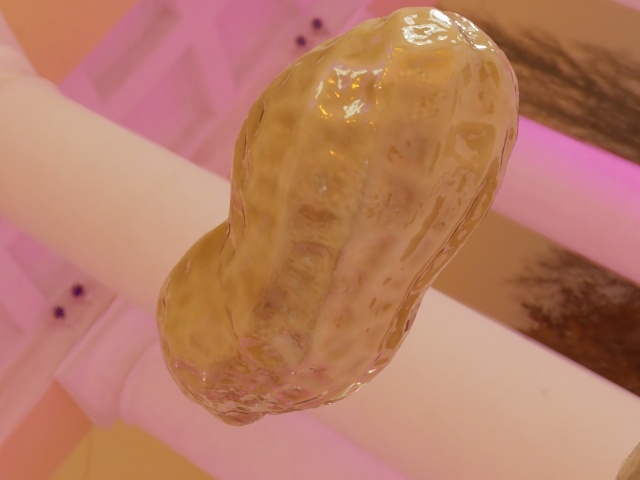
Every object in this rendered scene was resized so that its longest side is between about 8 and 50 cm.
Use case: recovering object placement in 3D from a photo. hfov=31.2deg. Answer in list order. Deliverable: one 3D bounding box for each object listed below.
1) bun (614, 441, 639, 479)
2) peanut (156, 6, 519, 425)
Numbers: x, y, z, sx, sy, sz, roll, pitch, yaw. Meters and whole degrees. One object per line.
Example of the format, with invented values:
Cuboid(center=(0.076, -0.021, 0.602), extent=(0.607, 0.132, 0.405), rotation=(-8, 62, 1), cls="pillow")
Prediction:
Cuboid(center=(0.371, 0.206, 0.815), extent=(0.365, 0.219, 0.365), rotation=(-20, -39, -17), cls="bun")
Cuboid(center=(0.000, 0.000, 0.655), extent=(0.147, 0.147, 0.305), rotation=(-26, -29, -53), cls="peanut")
